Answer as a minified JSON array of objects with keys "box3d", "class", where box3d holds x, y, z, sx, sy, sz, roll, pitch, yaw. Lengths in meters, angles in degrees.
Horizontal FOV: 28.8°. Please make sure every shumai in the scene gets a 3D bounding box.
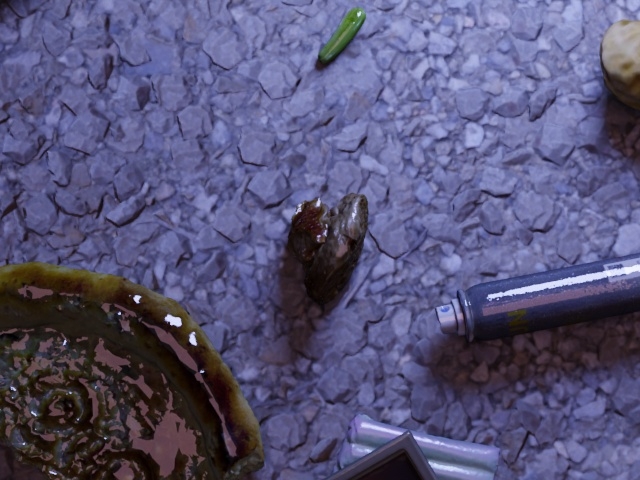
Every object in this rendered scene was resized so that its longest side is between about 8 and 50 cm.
[{"box3d":[0.006,0.011,1.543,0.105,0.123,0.139,0,98,11],"class":"shumai"}]

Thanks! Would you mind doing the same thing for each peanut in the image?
[{"box3d":[0.491,-0.186,1.552,0.305,0.147,0.147,34,85,7],"class":"peanut"}]

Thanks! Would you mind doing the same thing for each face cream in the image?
[{"box3d":[0.285,0.074,1.556,0.283,0.073,0.073,-11,85,-1],"class":"face cream"}]

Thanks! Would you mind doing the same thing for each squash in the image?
[{"box3d":[0.028,-0.265,1.613,0.027,0.027,0.089,35,87,3],"class":"squash"}]

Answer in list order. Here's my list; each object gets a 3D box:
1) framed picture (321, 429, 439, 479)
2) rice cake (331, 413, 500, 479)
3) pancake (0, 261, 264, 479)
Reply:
[{"box3d":[0.037,0.392,1.521,0.289,0.020,0.211,-30,94,5],"class":"framed picture"},{"box3d":[0.107,0.320,1.550,0.198,0.037,0.189,19,85,2],"class":"rice cake"},{"box3d":[-0.283,0.186,1.549,0.305,0.067,0.427,-42,88,-2],"class":"pancake"}]
